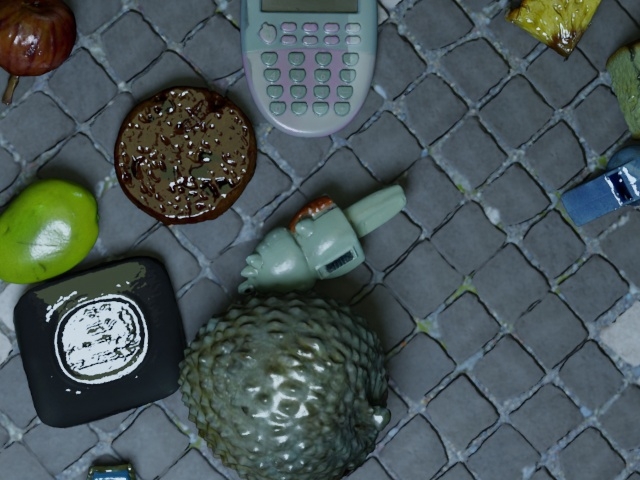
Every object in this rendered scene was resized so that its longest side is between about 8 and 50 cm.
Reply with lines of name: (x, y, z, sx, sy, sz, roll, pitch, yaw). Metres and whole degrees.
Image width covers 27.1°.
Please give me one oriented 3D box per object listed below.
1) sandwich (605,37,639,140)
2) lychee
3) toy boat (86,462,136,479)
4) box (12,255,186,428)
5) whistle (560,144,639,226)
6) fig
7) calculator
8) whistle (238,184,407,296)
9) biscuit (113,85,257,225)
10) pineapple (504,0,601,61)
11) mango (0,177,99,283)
sandwich: (0.511, -0.241, 1.780, 0.235, 0.128, 0.122, -24, 85, -6)
lychee: (-0.040, 0.186, 1.663, 0.274, 0.255, 0.255, 9, 85, 25)
toy boat: (-0.268, 0.379, 1.704, 0.075, 0.077, 0.185, 0, 87, -5)
box: (-0.284, 0.133, 1.727, 0.212, 0.042, 0.201, -14, 97, -7)
whistle: (0.410, -0.080, 1.793, 0.158, 0.090, 0.090, -27, 89, 34)
fig: (-0.374, -0.258, 1.718, 0.128, 0.128, 0.150, -19, 117, -5)
calculator: (-0.015, -0.287, 1.781, 0.185, 0.041, 0.299, -1, 89, -5)
whistle: (0.000, 0.000, 1.735, 0.253, 0.102, 0.106, -31, 83, -2)
biscuit: (-0.178, -0.112, 1.756, 0.192, 0.049, 0.192, 0, 90, 1)
pineapple: (0.321, -0.301, 1.804, 0.137, 0.069, 0.116, -12, 93, 4)
mango: (-0.358, -0.008, 1.720, 0.117, 0.089, 0.163, 43, 96, -10)
